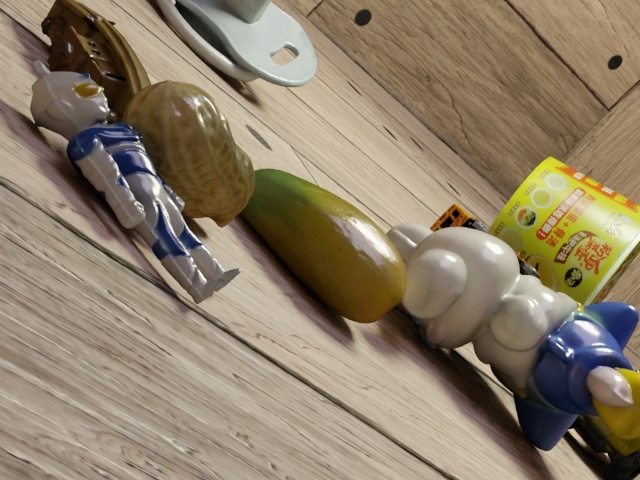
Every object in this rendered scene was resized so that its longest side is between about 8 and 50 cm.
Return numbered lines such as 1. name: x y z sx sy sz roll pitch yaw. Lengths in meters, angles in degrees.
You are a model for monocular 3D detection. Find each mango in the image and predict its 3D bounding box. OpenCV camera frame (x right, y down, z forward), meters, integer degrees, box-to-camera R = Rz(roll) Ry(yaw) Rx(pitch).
1. mango: 0.000 0.000 1.509 0.194 0.092 0.130 36 12 0

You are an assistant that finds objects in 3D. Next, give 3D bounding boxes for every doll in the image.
1. doll: -0.148 -0.051 1.175 0.227 0.057 0.114 48 14 2
2. doll: 0.218 0.108 1.777 0.365 0.187 0.376 34 22 -3

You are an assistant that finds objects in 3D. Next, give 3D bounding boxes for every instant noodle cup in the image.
1. instant noodle cup: 0.426 0.006 2.716 0.221 0.311 0.311 37 8 11

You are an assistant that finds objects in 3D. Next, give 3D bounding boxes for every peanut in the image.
1. peanut: -0.109 -0.073 1.294 0.093 0.083 0.194 59 0 25

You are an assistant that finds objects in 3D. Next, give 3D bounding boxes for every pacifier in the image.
1. pacifier: -0.098 -0.349 2.147 0.287 0.226 0.238 45 28 6

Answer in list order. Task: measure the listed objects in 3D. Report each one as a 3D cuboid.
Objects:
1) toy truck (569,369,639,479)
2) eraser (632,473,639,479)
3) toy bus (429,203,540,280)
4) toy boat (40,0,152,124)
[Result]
1. toy truck: 0.434 0.239 2.098 0.147 0.165 0.224 51 11 27
2. eraser: 0.476 0.401 1.857 0.279 0.081 0.124 45 9 -4
3. toy bus: 0.268 0.026 2.523 0.194 0.083 0.088 39 11 -31
4. toy boat: -0.199 -0.151 1.363 0.072 0.064 0.206 18 25 -39
